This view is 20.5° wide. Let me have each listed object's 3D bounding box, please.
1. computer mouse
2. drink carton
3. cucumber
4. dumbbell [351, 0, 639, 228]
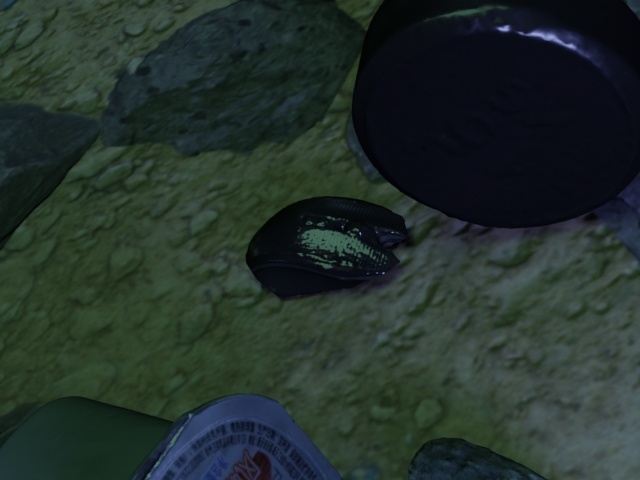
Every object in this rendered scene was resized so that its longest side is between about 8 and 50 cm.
[{"bbox_3d":[0.000,0.000,1.306,0.135,0.047,0.079,0,51,31],"label":"computer mouse"},{"bbox_3d":[-0.107,0.179,1.096,0.189,0.191,0.185,14,60,49],"label":"drink carton"},{"bbox_3d":[0.101,0.158,1.064,0.064,0.064,0.112,-47,41,-16],"label":"cucumber"},{"bbox_3d":[0.142,-0.186,1.278,0.203,0.204,0.322,-12,43,24],"label":"dumbbell"}]
